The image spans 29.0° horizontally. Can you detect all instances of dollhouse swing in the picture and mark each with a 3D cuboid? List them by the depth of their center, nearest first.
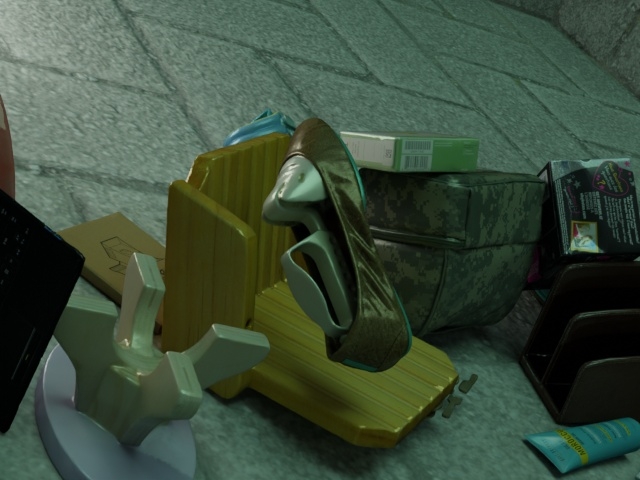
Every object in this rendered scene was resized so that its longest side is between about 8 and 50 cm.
[{"bbox_3d":[0.015,0.050,1.597,0.304,0.315,0.347,12,17,24],"label":"dollhouse swing"}]

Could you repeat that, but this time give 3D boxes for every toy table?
[{"bbox_3d":[-0.194,0.149,1.334,0.252,0.161,0.274,8,32,-39],"label":"toy table"}]

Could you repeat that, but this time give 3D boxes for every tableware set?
[{"bbox_3d":[0.135,0.208,1.713,0.128,0.039,0.194,20,17,14],"label":"tableware set"}]

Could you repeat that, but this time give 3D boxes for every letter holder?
[{"bbox_3d":[0.501,0.156,1.923,0.301,0.215,0.152,3,34,-22],"label":"letter holder"}]

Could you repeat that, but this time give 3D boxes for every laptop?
[{"bbox_3d":[-0.403,0.046,1.213,0.264,0.234,0.136,37,27,15],"label":"laptop"}]

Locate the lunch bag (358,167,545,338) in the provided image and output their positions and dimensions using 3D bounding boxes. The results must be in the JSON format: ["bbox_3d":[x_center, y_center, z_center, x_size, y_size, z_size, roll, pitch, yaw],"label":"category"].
[{"bbox_3d":[0.187,0.020,1.879,0.212,0.256,0.305,8,7,36],"label":"lunch bag"}]

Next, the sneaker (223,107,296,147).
[{"bbox_3d":[-0.020,-0.102,1.948,0.319,0.127,0.208,15,50,-44],"label":"sneaker"}]

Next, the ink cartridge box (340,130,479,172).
[{"bbox_3d":[0.089,-0.134,1.809,0.171,0.056,0.235,-4,12,-41],"label":"ink cartridge box"}]

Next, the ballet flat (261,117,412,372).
[{"bbox_3d":[0.000,0.000,1.478,0.124,0.116,0.343,-3,66,-37],"label":"ballet flat"}]

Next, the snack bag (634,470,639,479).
[{"bbox_3d":[0.666,0.409,1.867,0.342,0.037,0.323,40,33,21],"label":"snack bag"}]

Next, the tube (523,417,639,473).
[{"bbox_3d":[0.392,0.299,1.816,0.207,0.052,0.080,-3,30,-40],"label":"tube"}]

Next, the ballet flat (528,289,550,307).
[{"bbox_3d":[0.515,0.112,2.207,0.482,0.164,0.182,38,3,6],"label":"ballet flat"}]

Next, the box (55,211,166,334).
[{"bbox_3d":[-0.244,0.039,1.650,0.201,0.021,0.164,36,25,15],"label":"box"}]

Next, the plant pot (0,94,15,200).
[{"bbox_3d":[-0.493,-0.069,1.334,0.243,0.275,0.275,-7,42,-35],"label":"plant pot"}]

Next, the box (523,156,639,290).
[{"bbox_3d":[0.412,-0.024,2.006,0.142,0.247,0.164,-2,75,-8],"label":"box"}]
